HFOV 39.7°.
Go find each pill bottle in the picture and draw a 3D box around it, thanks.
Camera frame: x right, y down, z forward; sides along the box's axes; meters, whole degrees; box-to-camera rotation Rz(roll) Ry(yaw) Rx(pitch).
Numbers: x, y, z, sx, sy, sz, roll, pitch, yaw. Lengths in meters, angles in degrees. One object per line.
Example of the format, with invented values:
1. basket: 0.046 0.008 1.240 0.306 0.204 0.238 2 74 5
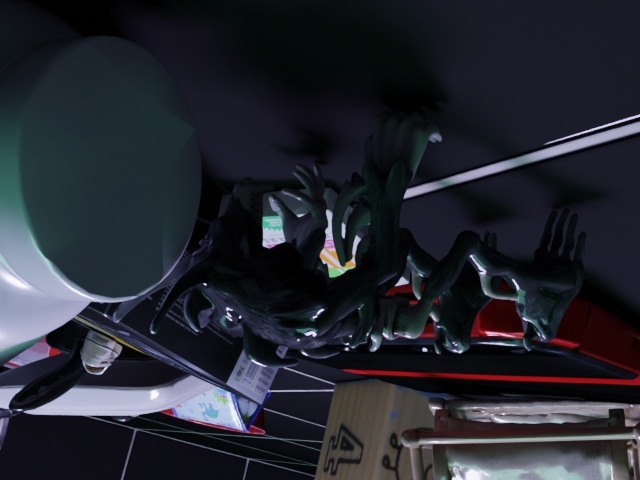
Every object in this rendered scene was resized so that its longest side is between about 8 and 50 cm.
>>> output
1. pill bottle: -0.232 -0.038 0.491 0.323 0.181 0.181 1 159 29

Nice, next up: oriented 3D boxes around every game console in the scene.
1. game console: 0.152 0.110 0.902 0.342 0.060 0.387 21 162 -41

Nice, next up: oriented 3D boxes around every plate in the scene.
1. plate: -0.215 0.154 1.033 0.278 0.045 0.278 -6 -176 26

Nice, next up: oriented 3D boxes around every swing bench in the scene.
1. swing bench: 0.246 0.259 1.011 0.254 0.165 0.255 -5 -178 17

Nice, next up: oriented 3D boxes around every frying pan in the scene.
1. frying pan: -0.247 0.104 0.957 0.197 0.053 0.326 9 -171 35

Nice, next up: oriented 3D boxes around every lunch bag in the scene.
1. lunch bag: -0.155 0.177 1.231 0.129 0.096 0.151 3 130 27

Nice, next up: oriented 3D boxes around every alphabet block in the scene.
1. alphabet block: 0.120 0.324 1.315 0.193 0.197 0.193 19 161 -21

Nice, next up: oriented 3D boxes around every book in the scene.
1. book: 0.000 0.000 0.698 0.096 0.035 0.144 -3 155 31

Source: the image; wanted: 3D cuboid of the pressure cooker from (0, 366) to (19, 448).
1. pressure cooker: -0.780 0.304 1.592 0.421 0.369 0.375 -5 134 40

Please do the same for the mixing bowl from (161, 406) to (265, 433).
1. mixing bowl: -0.166 0.240 1.411 0.182 0.098 0.181 11 161 4

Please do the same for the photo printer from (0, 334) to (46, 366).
1. photo printer: -0.436 0.063 0.941 0.256 0.107 0.308 26 138 -38

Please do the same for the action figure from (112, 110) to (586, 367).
1. action figure: 0.019 0.005 0.529 0.276 0.140 0.164 5 171 -35

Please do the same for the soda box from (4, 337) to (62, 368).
1. soda box: -0.422 0.192 1.464 0.092 0.083 0.263 0 159 35

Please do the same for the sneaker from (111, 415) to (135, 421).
1. sneaker: -0.282 0.203 1.322 0.086 0.132 0.228 12 162 2

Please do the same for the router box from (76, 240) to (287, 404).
1. router box: -0.183 0.031 0.749 0.243 0.081 0.309 20 166 22

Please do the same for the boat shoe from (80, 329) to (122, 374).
1. boat shoe: -0.206 0.105 0.817 0.035 0.035 0.100 27 167 -8
